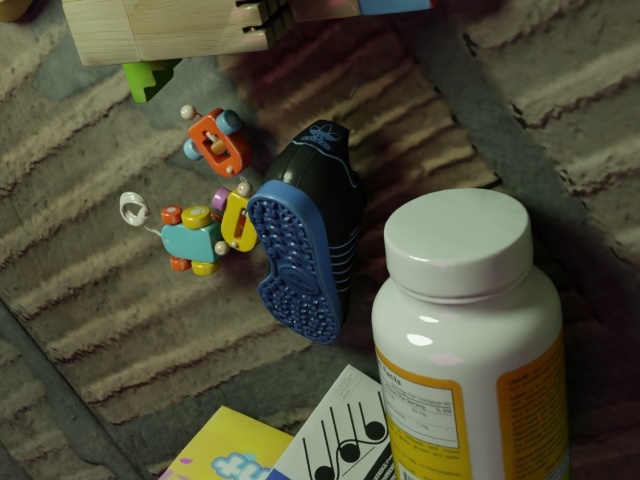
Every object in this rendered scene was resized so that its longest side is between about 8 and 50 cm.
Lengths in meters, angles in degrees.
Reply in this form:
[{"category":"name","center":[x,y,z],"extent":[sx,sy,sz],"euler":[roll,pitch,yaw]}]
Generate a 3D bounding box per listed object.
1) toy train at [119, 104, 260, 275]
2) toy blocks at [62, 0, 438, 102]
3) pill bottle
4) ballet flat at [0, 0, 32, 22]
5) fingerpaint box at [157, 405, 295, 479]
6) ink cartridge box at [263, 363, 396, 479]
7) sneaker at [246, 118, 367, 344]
[{"category":"toy train","center":[-0.092,-0.042,1.001],"extent":[0.125,0.046,0.166],"euler":[50,133,-3]},{"category":"toy blocks","center":[-0.060,-0.268,0.741],"extent":[0.261,0.190,0.381],"euler":[-2,120,24]},{"category":"pill bottle","center":[0.111,0.091,0.880],"extent":[0.136,0.136,0.245],"euler":[11,126,31]},{"category":"ballet flat","center":[-0.254,-0.252,0.944],"extent":[0.080,0.073,0.232],"euler":[41,136,5]},{"category":"fingerpaint box","center":[0.056,0.407,1.132],"extent":[0.445,0.163,0.371],"euler":[20,131,21]},{"category":"ink cartridge box","center":[0.006,0.213,0.996],"extent":[0.097,0.207,0.046],"euler":[32,155,14]},{"category":"sneaker","center":[0.000,0.000,0.946],"extent":[0.081,0.090,0.232],"euler":[26,154,16]}]
